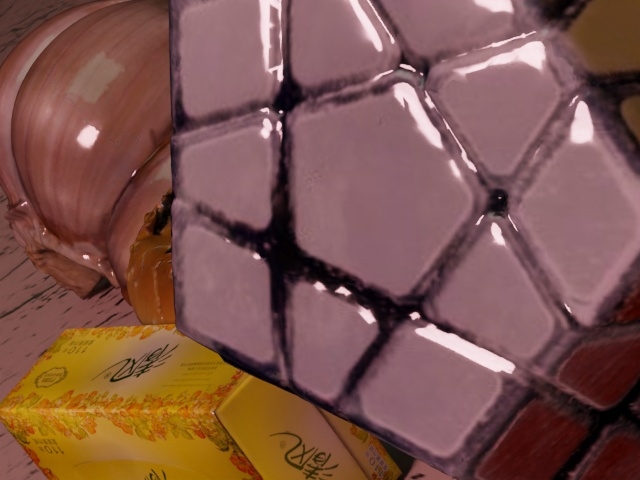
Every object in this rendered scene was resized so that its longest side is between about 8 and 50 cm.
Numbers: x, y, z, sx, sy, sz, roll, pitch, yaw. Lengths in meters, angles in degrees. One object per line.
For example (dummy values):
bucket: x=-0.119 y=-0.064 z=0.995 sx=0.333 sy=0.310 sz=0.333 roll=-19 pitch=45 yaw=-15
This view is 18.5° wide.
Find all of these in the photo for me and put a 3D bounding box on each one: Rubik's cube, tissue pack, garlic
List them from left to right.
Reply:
garlic: x=-0.104 y=-0.059 z=1.148 sx=0.191 sy=0.160 sz=0.214 roll=-59 pitch=23 yaw=-7
tissue pack: x=-0.060 y=0.092 z=0.893 sx=0.176 sy=0.095 sz=0.062 roll=-4 pitch=38 yaw=50
Rubik's cube: x=0.084 y=-0.042 z=0.743 sx=0.319 sy=0.319 sz=0.264 roll=19 pitch=83 yaw=62

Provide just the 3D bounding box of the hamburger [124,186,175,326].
hamburger: x=0.000 y=0.000 z=0.968 sx=0.185 sy=0.113 sz=0.177 roll=-31 pitch=22 yaw=11
